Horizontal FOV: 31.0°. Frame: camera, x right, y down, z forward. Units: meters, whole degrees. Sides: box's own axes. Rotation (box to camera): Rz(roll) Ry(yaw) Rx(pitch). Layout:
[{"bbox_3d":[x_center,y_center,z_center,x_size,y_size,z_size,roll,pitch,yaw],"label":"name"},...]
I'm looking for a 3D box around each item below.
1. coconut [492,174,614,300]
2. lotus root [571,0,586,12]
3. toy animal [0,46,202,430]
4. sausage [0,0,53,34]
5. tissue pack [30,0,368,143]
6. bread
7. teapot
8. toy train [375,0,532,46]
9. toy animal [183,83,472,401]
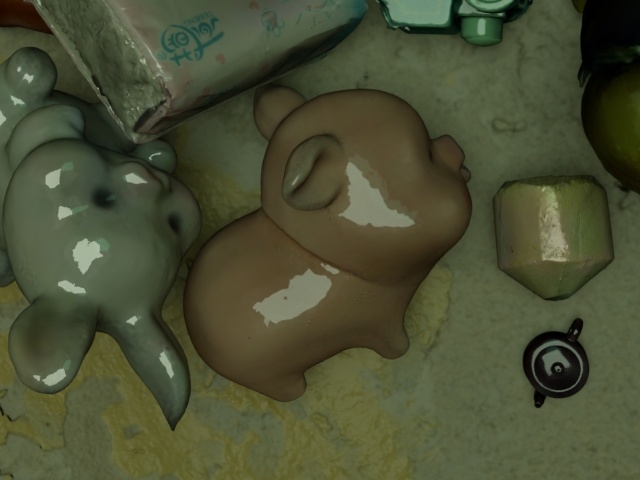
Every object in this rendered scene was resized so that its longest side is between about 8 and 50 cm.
[{"bbox_3d":[0.230,-0.001,1.136,0.116,0.116,0.122,-2,88,8],"label":"coconut"},{"bbox_3d":[0.276,-0.272,1.145,0.054,0.049,0.099,6,88,9],"label":"lotus root"},{"bbox_3d":[-0.233,0.006,1.089,0.241,0.196,0.367,-55,46,19],"label":"toy animal"},{"bbox_3d":[-0.346,-0.266,1.210,0.300,0.089,0.083,10,88,7],"label":"sausage"},{"bbox_3d":[-0.112,-0.233,1.094,0.201,0.271,0.124,54,143,5],"label":"tissue pack"},{"bbox_3d":[0.339,-0.127,0.982,0.251,0.376,0.208,12,97,8],"label":"bread"},{"bbox_3d":[0.243,0.125,1.176,0.068,0.045,0.100,26,98,4],"label":"teapot"},{"bbox_3d":[0.131,-0.295,1.136,0.163,0.112,0.203,4,93,14],"label":"toy train"},{"bbox_3d":[0.000,0.000,1.130,0.326,0.237,0.269,-29,118,6],"label":"toy animal"}]
